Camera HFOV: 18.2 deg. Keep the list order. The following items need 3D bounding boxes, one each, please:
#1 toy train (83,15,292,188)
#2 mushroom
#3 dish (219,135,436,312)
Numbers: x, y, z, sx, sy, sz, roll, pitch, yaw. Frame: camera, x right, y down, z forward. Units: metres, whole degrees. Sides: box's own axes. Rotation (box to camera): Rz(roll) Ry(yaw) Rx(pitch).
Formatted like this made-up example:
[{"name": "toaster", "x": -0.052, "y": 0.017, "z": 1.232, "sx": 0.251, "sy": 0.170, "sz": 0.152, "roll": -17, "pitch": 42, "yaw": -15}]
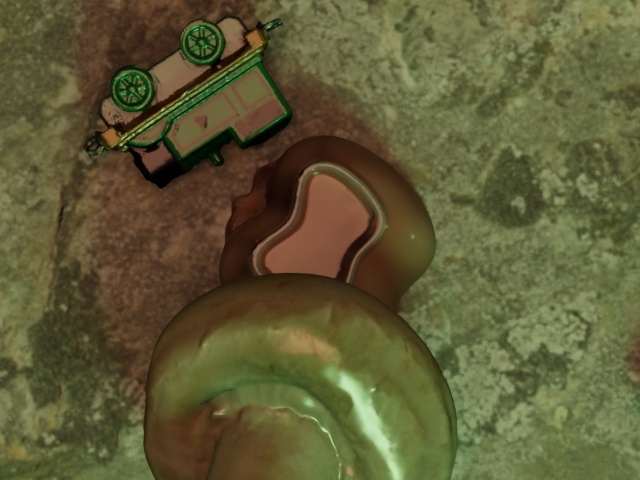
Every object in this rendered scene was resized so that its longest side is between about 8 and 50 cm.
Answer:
[{"name": "toy train", "x": -0.119, "y": -0.131, "z": 1.924, "sx": 0.228, "sy": 0.091, "sz": 0.136, "roll": -36, "pitch": 92, "yaw": -1}, {"name": "mushroom", "x": -0.029, "y": 0.184, "z": 1.762, "sx": 0.298, "sy": 0.290, "sz": 0.297, "roll": 6, "pitch": 120, "yaw": 10}, {"name": "dish", "x": 0.000, "y": 0.000, "z": 1.897, "sx": 0.213, "sy": 0.090, "sz": 0.213, "roll": 0, "pitch": 83, "yaw": 4}]
